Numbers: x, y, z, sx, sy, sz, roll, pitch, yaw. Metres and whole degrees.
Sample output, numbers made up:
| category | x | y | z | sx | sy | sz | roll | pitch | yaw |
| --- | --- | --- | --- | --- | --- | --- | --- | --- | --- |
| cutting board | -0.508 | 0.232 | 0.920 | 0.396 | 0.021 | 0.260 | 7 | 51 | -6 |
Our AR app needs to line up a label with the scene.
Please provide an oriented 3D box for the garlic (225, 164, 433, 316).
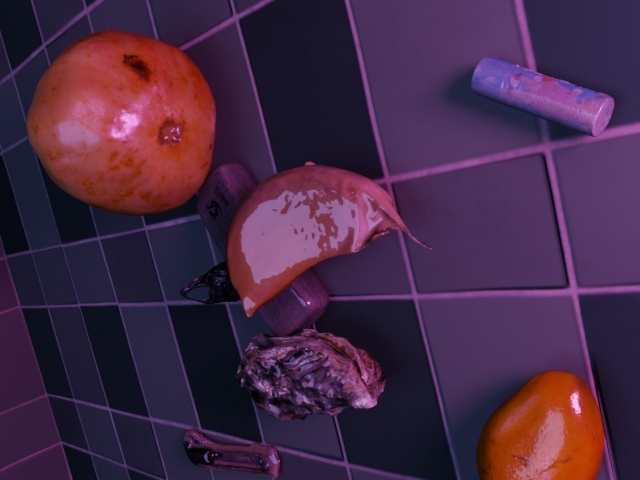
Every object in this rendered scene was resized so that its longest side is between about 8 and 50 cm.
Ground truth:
| category | x | y | z | sx | sy | sz | roll | pitch | yaw |
| --- | --- | --- | --- | --- | --- | --- | --- | --- | --- |
| garlic | 0.007 | -0.017 | 0.977 | 0.338 | 0.151 | 0.196 | -22 | 65 | 29 |

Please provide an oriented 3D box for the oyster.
| category | x | y | z | sx | sy | sz | roll | pitch | yaw |
| --- | --- | --- | --- | --- | --- | --- | --- | --- | --- |
| oyster | -0.018 | 0.228 | 1.088 | 0.350 | 0.162 | 0.158 | -7 | 76 | 52 |

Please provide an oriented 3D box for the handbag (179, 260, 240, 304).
| category | x | y | z | sx | sy | sz | roll | pitch | yaw |
| --- | --- | --- | --- | --- | --- | --- | --- | --- | --- |
| handbag | -0.203 | 0.080 | 1.240 | 0.115 | 0.139 | 0.072 | -34 | 71 | 48 |

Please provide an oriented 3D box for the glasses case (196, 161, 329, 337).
| category | x | y | z | sx | sy | sz | roll | pitch | yaw |
| --- | --- | --- | --- | --- | --- | --- | --- | --- | --- |
| glasses case | -0.109 | 0.017 | 1.168 | 0.323 | 0.074 | 0.131 | 56 | 134 | 15 |

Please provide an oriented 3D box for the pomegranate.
| category | x | y | z | sx | sy | sz | roll | pitch | yaw |
| --- | --- | --- | --- | --- | --- | --- | --- | --- | --- |
| pomegranate | -0.360 | -0.201 | 1.162 | 0.342 | 0.342 | 0.343 | 18 | 117 | 41 |

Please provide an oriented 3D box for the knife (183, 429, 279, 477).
| category | x | y | z | sx | sy | sz | roll | pitch | yaw |
| --- | --- | --- | --- | --- | --- | --- | --- | --- | --- |
| knife | -0.212 | 0.482 | 1.469 | 0.365 | 0.043 | 0.089 | -11 | 97 | 47 |

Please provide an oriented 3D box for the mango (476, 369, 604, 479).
| category | x | y | z | sx | sy | sz | roll | pitch | yaw |
| --- | --- | --- | --- | --- | --- | --- | --- | --- | --- |
| mango | 0.279 | 0.257 | 0.827 | 0.145 | 0.112 | 0.219 | 40 | 127 | 36 |

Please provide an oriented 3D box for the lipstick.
| category | x | y | z | sx | sy | sz | roll | pitch | yaw |
| --- | --- | --- | --- | --- | --- | --- | --- | --- | --- |
| lipstick | 0.251 | -0.166 | 0.748 | 0.158 | 0.048 | 0.048 | 32 | 125 | 34 |

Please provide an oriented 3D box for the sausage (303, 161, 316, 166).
| category | x | y | z | sx | sy | sz | roll | pitch | yaw |
| --- | --- | --- | --- | --- | --- | --- | --- | --- | --- |
| sausage | -0.034 | -0.083 | 1.086 | 0.031 | 0.031 | 0.107 | 51 | 133 | 20 |
